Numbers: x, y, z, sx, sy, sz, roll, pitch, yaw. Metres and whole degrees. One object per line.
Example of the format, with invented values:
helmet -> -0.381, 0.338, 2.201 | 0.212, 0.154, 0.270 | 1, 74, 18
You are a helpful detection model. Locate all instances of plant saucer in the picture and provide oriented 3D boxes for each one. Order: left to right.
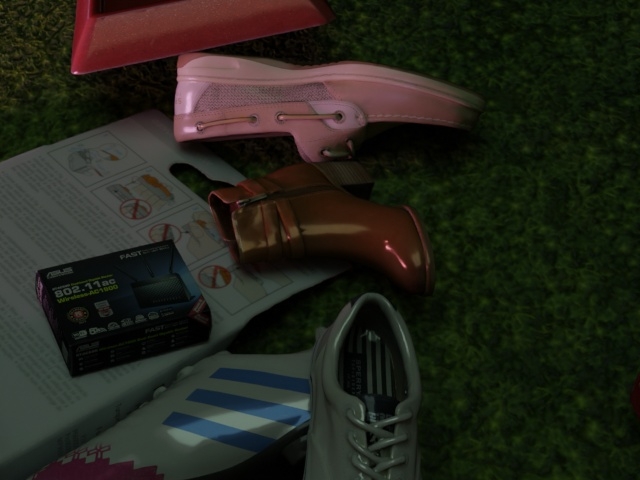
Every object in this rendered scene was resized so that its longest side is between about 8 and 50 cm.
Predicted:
plant saucer -> -0.131, -0.257, 1.297 | 0.259, 0.048, 0.258 | -11, 28, -3

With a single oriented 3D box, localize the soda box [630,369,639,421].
soda box -> 0.316, 0.180, 0.909 | 0.083, 0.092, 0.263 | -2, 43, -14

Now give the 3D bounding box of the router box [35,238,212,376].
router box -> -0.161, 0.053, 1.035 | 0.122, 0.038, 0.092 | -14, 45, -23

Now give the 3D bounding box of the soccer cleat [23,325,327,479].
soccer cleat -> -0.108, 0.165, 0.998 | 0.331, 0.116, 0.143 | -16, 44, -13

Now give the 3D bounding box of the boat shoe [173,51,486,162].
boat shoe -> 0.006, -0.120, 1.215 | 0.302, 0.109, 0.098 | 6, 91, 8

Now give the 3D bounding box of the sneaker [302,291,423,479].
sneaker -> 0.030, 0.151, 0.877 | 0.094, 0.091, 0.258 | 0, 51, -10

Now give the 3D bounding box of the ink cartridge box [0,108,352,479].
ink cartridge box -> -0.213, 0.042, 1.136 | 0.385, 0.091, 0.308 | -27, 52, -35

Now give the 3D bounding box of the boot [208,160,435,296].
boot -> 0.000, 0.000, 1.109 | 0.152, 0.073, 0.197 | -11, 35, -25
